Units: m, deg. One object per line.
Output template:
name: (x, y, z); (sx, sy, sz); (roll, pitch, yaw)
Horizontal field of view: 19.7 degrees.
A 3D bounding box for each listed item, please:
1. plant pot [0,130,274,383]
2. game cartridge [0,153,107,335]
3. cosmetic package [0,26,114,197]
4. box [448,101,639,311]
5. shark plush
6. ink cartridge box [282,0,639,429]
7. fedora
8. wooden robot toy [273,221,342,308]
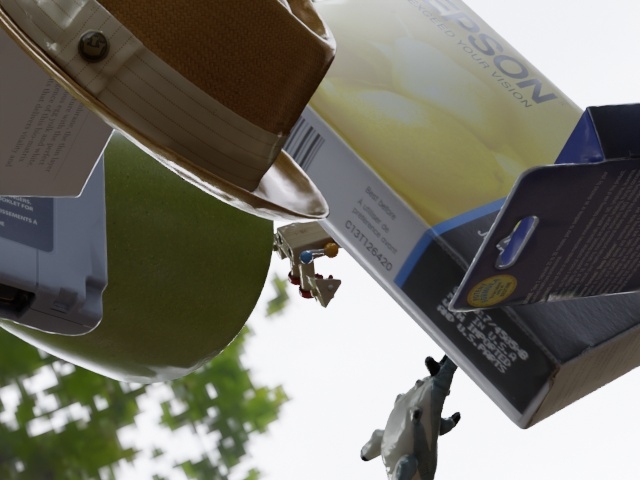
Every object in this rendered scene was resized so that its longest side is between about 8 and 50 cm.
plant pot: (-0.234, -0.021, 1.656); (0.275, 0.275, 0.293); (-45, -28, 16)
game cartridge: (-0.299, -0.052, 1.379); (0.297, 0.198, 0.062); (20, -51, -28)
cosmetic package: (-0.197, -0.145, 0.929); (0.225, 0.138, 0.224); (1, -45, -39)
box: (0.179, -0.020, 0.893); (0.225, 0.036, 0.136); (-6, -29, -17)
shark plush: (0.093, 0.155, 1.627); (0.067, 0.073, 0.161); (15, -88, -30)
ink cartridge box: (0.122, -0.048, 1.176); (0.307, 0.303, 0.072); (-22, -31, -45)
fedora: (-0.056, -0.090, 0.737); (0.194, 0.194, 0.079); (30, -75, -42)
wooden robot toy: (0.000, 0.000, 1.752); (0.079, 0.173, 0.076); (-22, -52, -12)
